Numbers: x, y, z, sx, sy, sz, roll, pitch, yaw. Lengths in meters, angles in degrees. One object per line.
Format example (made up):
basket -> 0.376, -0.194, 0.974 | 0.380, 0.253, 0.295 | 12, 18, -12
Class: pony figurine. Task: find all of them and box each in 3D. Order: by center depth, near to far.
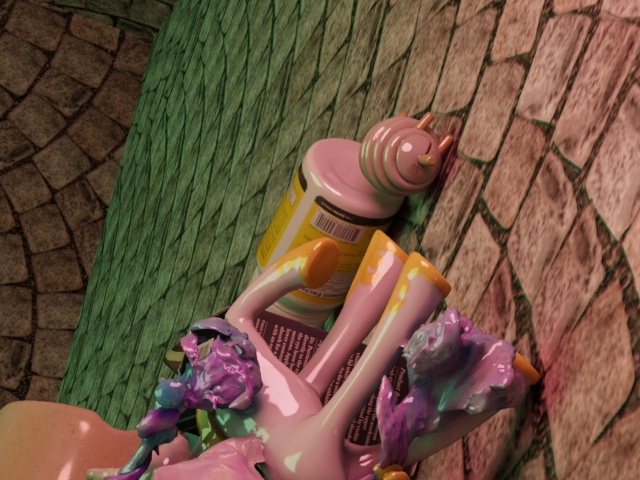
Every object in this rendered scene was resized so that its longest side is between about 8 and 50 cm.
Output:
pony figurine -> -0.011, 0.180, 1.298 | 0.363, 0.303, 0.351 | -45, 44, -2

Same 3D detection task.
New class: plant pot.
plant pot -> -0.305, 0.357, 1.820 | 0.334, 0.333, 0.306 | 133, 157, -58

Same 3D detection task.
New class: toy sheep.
toy sheep -> 0.085, -0.087, 1.688 | 0.132, 0.091, 0.091 | 4, 76, 70

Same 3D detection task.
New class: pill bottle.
pill bottle -> 0.000, 0.000, 1.822 | 0.119, 0.119, 0.208 | -90, 23, -51

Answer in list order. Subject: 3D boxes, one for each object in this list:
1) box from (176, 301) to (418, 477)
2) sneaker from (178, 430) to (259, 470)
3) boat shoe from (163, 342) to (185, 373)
box -> -0.018, 0.146, 1.532 | 0.153, 0.207, 0.108 | 151, 136, -68
sneaker -> -0.132, 0.306, 1.954 | 0.296, 0.123, 0.178 | -87, 11, -49
boat shoe -> -0.147, 0.164, 2.270 | 0.095, 0.095, 0.257 | -49, 11, -7
